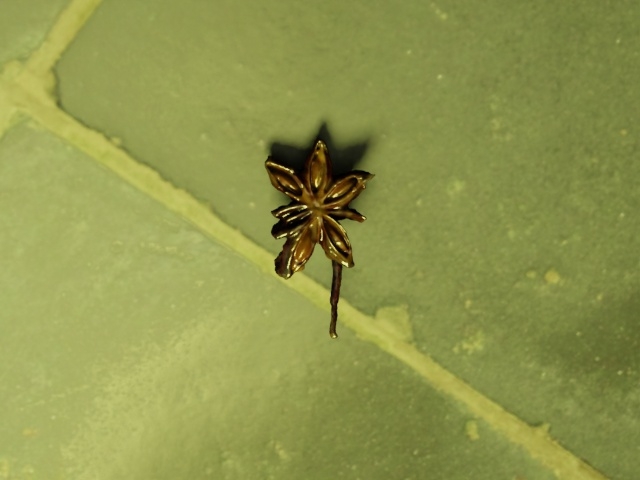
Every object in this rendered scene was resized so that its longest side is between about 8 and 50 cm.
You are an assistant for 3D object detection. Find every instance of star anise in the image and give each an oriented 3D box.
[{"bbox_3d":[0.000,0.000,1.652,0.097,0.070,0.191,-5,95,-10],"label":"star anise"}]
